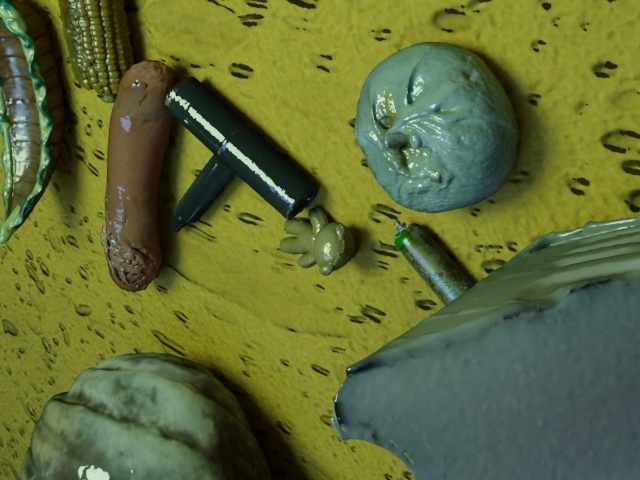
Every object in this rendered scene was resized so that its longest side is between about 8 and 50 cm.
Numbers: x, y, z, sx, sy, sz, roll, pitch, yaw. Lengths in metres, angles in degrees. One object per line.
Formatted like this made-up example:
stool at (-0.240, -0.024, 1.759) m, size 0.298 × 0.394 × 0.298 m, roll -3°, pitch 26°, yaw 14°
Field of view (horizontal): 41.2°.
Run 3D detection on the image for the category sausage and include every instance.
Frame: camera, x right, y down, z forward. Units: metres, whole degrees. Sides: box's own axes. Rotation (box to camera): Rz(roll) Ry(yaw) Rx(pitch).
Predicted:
sausage at (0.153, 0.084, 0.750) m, size 0.269 × 0.033 × 0.033 m, roll 50°, pitch 135°, yaw 6°
sausage at (-0.200, -0.063, 0.934) m, size 0.078 × 0.078 × 0.304 m, roll 30°, pitch 129°, yaw 24°

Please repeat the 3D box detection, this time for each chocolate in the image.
chocolate at (-0.218, 0.244, 1.008) m, size 0.303 × 0.303 × 0.212 m, roll -31°, pitch 69°, yaw 45°

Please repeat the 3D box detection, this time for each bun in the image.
bun at (0.084, -0.084, 0.677) m, size 0.141 × 0.083 × 0.140 m, roll 23°, pitch 128°, yaw 32°

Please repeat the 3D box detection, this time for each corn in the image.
corn at (-0.231, -0.239, 0.861) m, size 0.068 × 0.068 × 0.207 m, roll 16°, pitch 124°, yaw 33°

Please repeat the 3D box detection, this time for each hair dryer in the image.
hair dryer at (-0.102, -0.046, 0.886) m, size 0.173 × 0.050 × 0.194 m, roll 43°, pitch 138°, yaw 14°

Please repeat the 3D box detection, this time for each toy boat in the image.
toy boat at (-0.353, -0.145, 1.002) m, size 0.109 × 0.099 × 0.292 m, roll 17°, pitch 116°, yaw 32°

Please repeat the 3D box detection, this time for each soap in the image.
soap at (0.203, 0.087, 0.531) m, size 0.258 × 0.302 × 0.158 m, roll -8°, pitch 104°, yaw 40°

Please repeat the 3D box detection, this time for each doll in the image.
doll at (-0.007, -0.001, 0.823) m, size 0.093 × 0.051 × 0.061 m, roll 15°, pitch 94°, yaw 30°
